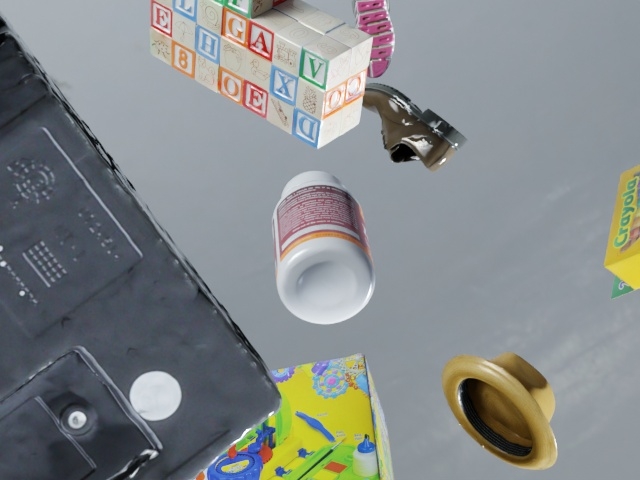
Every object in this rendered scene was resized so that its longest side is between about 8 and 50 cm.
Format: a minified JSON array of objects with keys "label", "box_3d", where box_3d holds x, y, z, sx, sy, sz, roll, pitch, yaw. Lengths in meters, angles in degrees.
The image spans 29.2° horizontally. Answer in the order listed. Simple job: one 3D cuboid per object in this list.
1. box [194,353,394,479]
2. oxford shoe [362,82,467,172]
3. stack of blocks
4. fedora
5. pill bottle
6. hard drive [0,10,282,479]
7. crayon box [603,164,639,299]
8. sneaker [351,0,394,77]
[{"label":"box","box_3d":[-0.060,0.313,1.425,0.290,0.279,0.177,-11,144,7]},{"label":"oxford shoe","box_3d":[0.120,-0.176,1.908,0.096,0.227,0.083,-53,134,4]},{"label":"stack of blocks","box_3d":[-0.080,-0.262,1.539,0.087,0.297,0.171,-35,145,-39]},{"label":"fedora","box_3d":[0.248,0.210,1.610,0.079,0.194,0.194,-43,142,-30]},{"label":"pill bottle","box_3d":[0.000,0.000,1.106,0.086,0.152,0.086,-2,122,-4]},{"label":"hard drive","box_3d":[-0.216,0.061,0.417,0.339,0.064,0.237,-37,103,-3]},{"label":"crayon box","box_3d":[0.571,-0.051,1.954,0.083,0.203,0.323,34,143,-21]},{"label":"sneaker","box_3d":[0.080,-0.331,1.862,0.063,0.075,0.170,-6,92,8]}]
